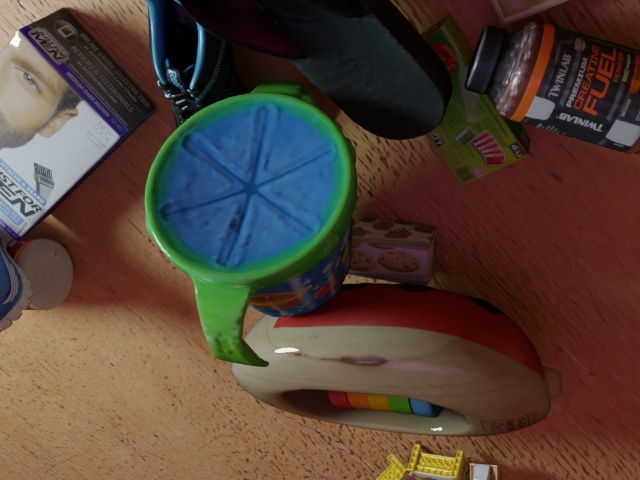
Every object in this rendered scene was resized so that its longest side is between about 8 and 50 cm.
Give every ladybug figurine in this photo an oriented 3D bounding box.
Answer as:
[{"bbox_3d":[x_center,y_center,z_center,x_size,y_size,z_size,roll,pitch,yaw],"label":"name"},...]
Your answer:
[{"bbox_3d":[0.098,0.161,0.997,0.449,0.162,0.305,2,153,19],"label":"ladybug figurine"}]

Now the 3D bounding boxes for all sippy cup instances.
[{"bbox_3d":[-0.058,-0.018,0.863,0.240,0.305,0.224,42,170,24],"label":"sippy cup"}]

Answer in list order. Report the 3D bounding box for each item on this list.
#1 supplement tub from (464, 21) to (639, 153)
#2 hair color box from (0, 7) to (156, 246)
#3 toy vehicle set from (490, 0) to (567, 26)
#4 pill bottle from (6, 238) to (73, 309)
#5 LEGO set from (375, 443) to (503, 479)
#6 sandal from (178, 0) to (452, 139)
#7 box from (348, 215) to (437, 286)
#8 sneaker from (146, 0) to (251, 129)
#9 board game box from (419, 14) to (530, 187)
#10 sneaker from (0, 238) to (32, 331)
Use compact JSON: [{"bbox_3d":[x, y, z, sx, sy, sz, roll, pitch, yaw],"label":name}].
[{"bbox_3d":[0.256,-0.165,0.757,0.198,0.106,0.106,16,128,3],"label":"supplement tub"},{"bbox_3d":[-0.416,-0.151,1.050,0.339,0.110,0.185,-34,106,35],"label":"hair color box"},{"bbox_3d":[0.269,-0.333,0.686,0.267,0.035,0.166,-15,117,30],"label":"toy vehicle set"},{"bbox_3d":[-0.550,0.059,1.244,0.221,0.121,0.121,-2,123,23],"label":"pill bottle"},{"bbox_3d":[0.180,0.430,1.228,0.287,0.132,0.107,-30,128,11],"label":"LEGO set"},{"bbox_3d":[-0.043,-0.243,0.718,0.445,0.107,0.167,37,147,-19],"label":"sandal"},{"bbox_3d":[0.000,0.000,1.016,0.324,0.063,0.067,9,126,16],"label":"box"},{"bbox_3d":[-0.156,-0.191,0.895,0.125,0.140,0.341,5,127,17],"label":"sneaker"},{"bbox_3d":[0.159,-0.159,0.850,0.092,0.043,0.181,-27,111,34],"label":"board game box"},{"bbox_3d":[-0.568,-0.004,1.121,0.330,0.130,0.147,43,174,35],"label":"sneaker"}]
